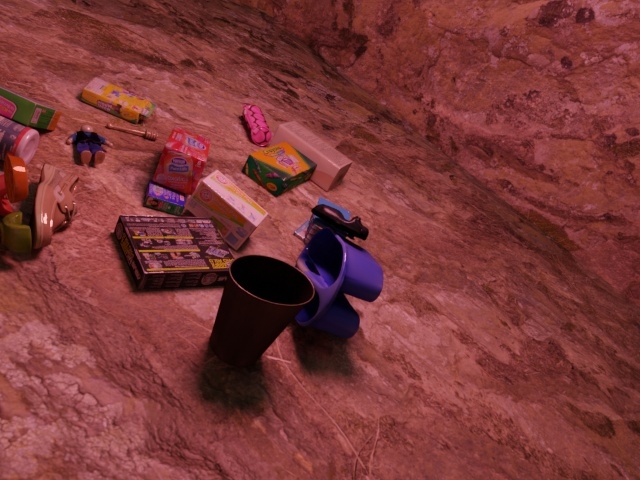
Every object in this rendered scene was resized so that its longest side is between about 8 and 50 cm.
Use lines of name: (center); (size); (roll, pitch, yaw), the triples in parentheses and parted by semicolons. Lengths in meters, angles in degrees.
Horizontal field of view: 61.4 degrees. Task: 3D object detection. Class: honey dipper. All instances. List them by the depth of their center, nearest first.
honey dipper: (-0.625, -0.366, 1.791); (0.160, 0.030, 0.030); (11, 36, -29)

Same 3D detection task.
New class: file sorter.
file sorter: (0.018, -0.044, 1.784); (0.118, 0.104, 0.170); (27, 30, -8)

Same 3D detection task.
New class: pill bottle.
pill bottle: (-0.834, -0.270, 1.381); (0.180, 0.108, 0.108); (23, 31, -12)

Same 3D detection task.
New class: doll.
doll: (-0.685, -0.290, 1.606); (0.129, 0.046, 0.189); (-3, 37, -31)

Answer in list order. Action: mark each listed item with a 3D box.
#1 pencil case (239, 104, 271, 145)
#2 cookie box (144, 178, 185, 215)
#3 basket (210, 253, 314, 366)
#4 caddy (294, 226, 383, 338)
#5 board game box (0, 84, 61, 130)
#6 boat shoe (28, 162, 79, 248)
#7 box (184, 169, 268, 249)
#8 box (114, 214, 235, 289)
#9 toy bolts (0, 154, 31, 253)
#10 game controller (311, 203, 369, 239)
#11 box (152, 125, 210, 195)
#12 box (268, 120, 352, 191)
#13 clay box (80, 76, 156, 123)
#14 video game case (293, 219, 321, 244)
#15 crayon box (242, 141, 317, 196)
pencil case: (-0.267, -0.479, 2.224); (0.098, 0.095, 0.209); (52, 7, -45)
cookie box: (-0.453, -0.125, 1.574); (0.107, 0.040, 0.092); (17, 32, -24)
basket: (-0.154, 0.167, 1.224); (0.204, 0.227, 0.154); (13, 34, -30)
caddy: (0.016, 0.104, 1.431); (0.179, 0.241, 0.341); (28, 10, -20)
board game box: (-0.899, -0.399, 1.457); (0.316, 0.064, 0.242); (24, 3, -13)
boat shoe: (-0.632, -0.085, 1.293); (0.098, 0.109, 0.302); (13, 29, -27)
box: (-0.275, -0.091, 1.577); (0.203, 0.114, 0.103); (40, 29, -5)
box: (-0.371, 0.027, 1.405); (0.270, 0.060, 0.216); (0, 43, -42)
toy bolts: (-0.726, -0.088, 1.140); (0.158, 0.218, 0.228); (-7, 29, -39)
game controller: (0.055, -0.051, 1.550); (0.166, 0.067, 0.319); (19, 1, 1)
box: (-0.424, -0.251, 1.666); (0.128, 0.123, 0.257); (22, 20, -16)
box: (-0.042, -0.348, 2.199); (0.311, 0.121, 0.148); (37, 31, 11)
clay box: (-0.696, -0.479, 1.872); (0.222, 0.053, 0.127); (23, 31, -16)
video game case: (0.000, 0.000, 1.824); (0.166, 0.015, 0.119); (34, 30, 5)
crayon box: (-0.149, -0.274, 2.030); (0.165, 0.081, 0.278); (37, 30, 9)
